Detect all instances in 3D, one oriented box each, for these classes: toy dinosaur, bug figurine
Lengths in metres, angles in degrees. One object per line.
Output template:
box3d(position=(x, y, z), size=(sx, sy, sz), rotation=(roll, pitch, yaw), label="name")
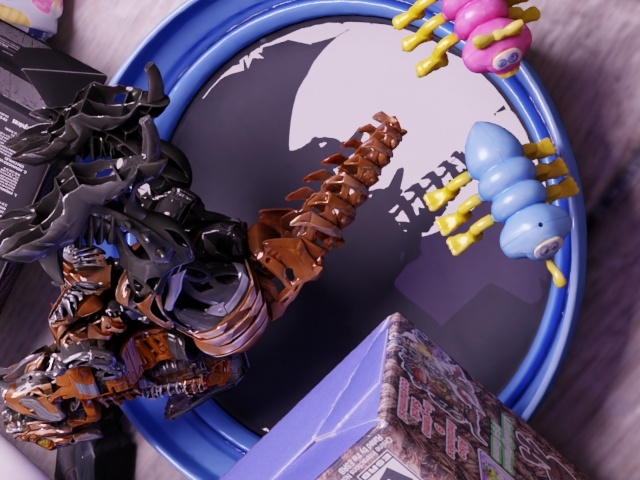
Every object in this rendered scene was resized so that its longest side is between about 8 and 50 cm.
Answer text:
box3d(position=(-0.098, 0.010, 0.766), size=(0.322, 0.218, 0.164), rotation=(-43, 30, -6), label="toy dinosaur")
box3d(position=(0.171, -0.114, 0.690), size=(0.279, 0.072, 0.216), rotation=(-29, 76, -3), label="bug figurine")

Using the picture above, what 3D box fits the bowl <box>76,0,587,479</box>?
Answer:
box3d(position=(0.000, 0.000, 0.835), size=(0.391, 0.077, 0.391), rotation=(1, 92, 26), label="bowl")

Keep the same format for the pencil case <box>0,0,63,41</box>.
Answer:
box3d(position=(-0.256, -0.294, 0.923), size=(0.114, 0.124, 0.273), rotation=(10, 95, 25), label="pencil case")

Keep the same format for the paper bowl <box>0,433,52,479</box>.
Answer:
box3d(position=(-0.283, 0.212, 0.880), size=(0.284, 0.284, 0.148), rotation=(34, 69, 21), label="paper bowl")

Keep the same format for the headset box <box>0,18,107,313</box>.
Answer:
box3d(position=(-0.325, -0.041, 0.895), size=(0.218, 0.110, 0.293), rotation=(27, 121, -7), label="headset box")

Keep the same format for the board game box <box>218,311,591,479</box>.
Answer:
box3d(position=(0.070, 0.235, 0.710), size=(0.291, 0.141, 0.232), rotation=(41, 110, -9), label="board game box")

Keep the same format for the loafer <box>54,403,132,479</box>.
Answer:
box3d(position=(-0.188, 0.127, 0.938), size=(0.061, 0.062, 0.170), rotation=(6, 93, 30), label="loafer")
